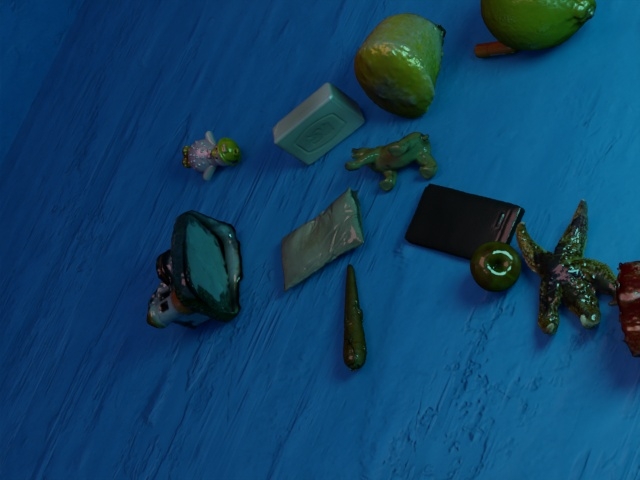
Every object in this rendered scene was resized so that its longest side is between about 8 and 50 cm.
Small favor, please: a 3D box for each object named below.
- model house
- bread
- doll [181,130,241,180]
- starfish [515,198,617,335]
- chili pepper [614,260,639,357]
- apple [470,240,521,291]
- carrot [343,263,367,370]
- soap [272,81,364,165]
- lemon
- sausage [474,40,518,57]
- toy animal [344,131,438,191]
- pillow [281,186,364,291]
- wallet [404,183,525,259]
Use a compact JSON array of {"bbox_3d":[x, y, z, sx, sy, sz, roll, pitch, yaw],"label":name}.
[{"bbox_3d":[-0.332,0.107,2.230,0.291,0.184,0.253,-35,50,34],"label":"model house"},{"bbox_3d":[0.170,-0.364,1.988,0.197,0.197,0.170,3,56,47],"label":"bread"},{"bbox_3d":[-0.276,-0.218,2.439,0.207,0.081,0.129,-1,85,44],"label":"doll"},{"bbox_3d":[0.406,0.046,1.575,0.216,0.071,0.238,-51,50,2],"label":"starfish"},{"bbox_3d":[0.555,0.091,1.358,0.253,0.136,0.144,-10,33,34],"label":"chili pepper"},{"bbox_3d":[0.306,0.045,1.660,0.089,0.074,0.089,-3,81,18],"label":"apple"},{"bbox_3d":[0.064,0.147,1.887,0.049,0.049,0.254,-31,43,31],"label":"carrot"},{"bbox_3d":[-0.005,-0.261,2.147,0.183,0.121,0.064,-37,44,27],"label":"soap"},{"bbox_3d":[0.406,-0.449,1.787,0.248,0.184,0.184,16,79,50],"label":"lemon"},{"bbox_3d":[0.360,-0.386,1.910,0.107,0.031,0.031,2,68,46],"label":"sausage"},{"bbox_3d":[0.145,-0.173,1.972,0.219,0.103,0.101,-17,36,42],"label":"toy animal"},{"bbox_3d":[0.000,0.000,2.038,0.230,0.050,0.148,-35,41,31],"label":"pillow"},{"bbox_3d":[0.264,-0.031,1.795,0.244,0.025,0.124,19,84,48],"label":"wallet"}]
